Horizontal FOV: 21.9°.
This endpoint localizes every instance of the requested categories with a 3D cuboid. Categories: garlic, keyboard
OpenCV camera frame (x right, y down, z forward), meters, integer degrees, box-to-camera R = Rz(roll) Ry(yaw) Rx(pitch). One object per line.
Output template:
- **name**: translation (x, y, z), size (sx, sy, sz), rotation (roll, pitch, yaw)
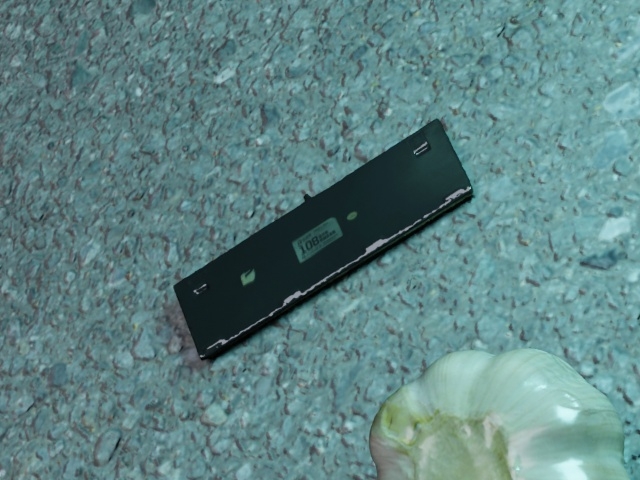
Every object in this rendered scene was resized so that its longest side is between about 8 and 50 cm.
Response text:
- **garlic**: translation (0.146, 0.193, 1.307), size (0.227, 0.152, 0.228), rotation (-10, 65, 23)
- **keyboard**: translation (0.000, 0.000, 1.599), size (0.317, 0.027, 0.106), rotation (-32, 54, 14)
